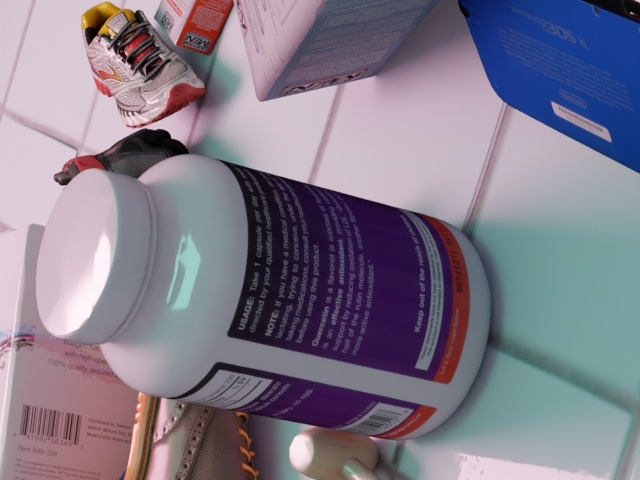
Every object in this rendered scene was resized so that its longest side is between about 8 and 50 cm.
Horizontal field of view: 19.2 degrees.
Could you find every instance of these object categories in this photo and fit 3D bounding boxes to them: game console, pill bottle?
[{"bbox_3d":[0.223,-0.201,1.324,0.173,0.250,0.293,-32,32,-13],"label":"game console"},{"bbox_3d":[-0.042,0.041,1.426,0.181,0.323,0.182,-28,55,49],"label":"pill bottle"}]

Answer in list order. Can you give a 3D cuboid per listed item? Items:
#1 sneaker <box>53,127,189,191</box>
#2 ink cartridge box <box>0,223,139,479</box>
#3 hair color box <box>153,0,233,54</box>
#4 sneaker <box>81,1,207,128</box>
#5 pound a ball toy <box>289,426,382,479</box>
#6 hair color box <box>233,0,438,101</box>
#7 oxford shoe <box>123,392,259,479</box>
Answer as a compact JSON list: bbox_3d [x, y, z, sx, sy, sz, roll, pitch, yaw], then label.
[{"bbox_3d":[-0.195,-0.053,1.910,0.276,0.135,0.098,178,71,-80],"label":"sneaker"},{"bbox_3d":[-0.251,0.146,1.825,0.197,0.198,0.270,-18,63,54],"label":"ink cartridge box"},{"bbox_3d":[-0.113,-0.268,1.918,0.141,0.043,0.072,-62,35,18],"label":"hair color box"},{"bbox_3d":[-0.192,-0.182,1.932,0.225,0.088,0.093,34,151,55],"label":"sneaker"},{"bbox_3d":[0.016,0.292,1.415,0.319,0.135,0.208,42,113,54],"label":"pound a ball toy"},{"bbox_3d":[0.001,-0.242,1.482,0.374,0.113,0.185,143,112,-78],"label":"hair color box"},{"bbox_3d":[-0.098,0.185,1.682,0.132,0.130,0.364,17,82,20],"label":"oxford shoe"}]
